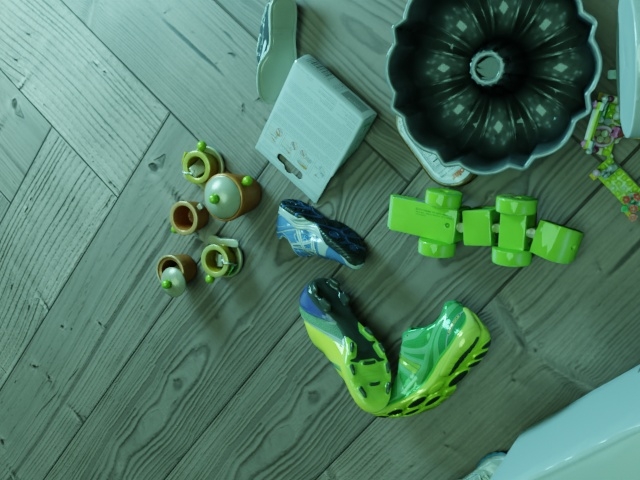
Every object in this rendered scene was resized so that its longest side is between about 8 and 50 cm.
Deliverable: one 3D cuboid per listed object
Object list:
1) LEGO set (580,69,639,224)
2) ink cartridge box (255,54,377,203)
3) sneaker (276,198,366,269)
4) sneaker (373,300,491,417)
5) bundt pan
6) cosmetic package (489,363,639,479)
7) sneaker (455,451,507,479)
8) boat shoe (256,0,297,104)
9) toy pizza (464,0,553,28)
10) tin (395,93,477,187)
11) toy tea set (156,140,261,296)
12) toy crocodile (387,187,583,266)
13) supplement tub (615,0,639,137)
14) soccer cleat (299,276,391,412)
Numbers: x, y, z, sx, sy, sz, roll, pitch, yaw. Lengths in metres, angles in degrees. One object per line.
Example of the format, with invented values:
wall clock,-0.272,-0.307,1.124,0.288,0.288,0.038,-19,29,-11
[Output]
LEGO set,0.464,-0.125,1.168,0.132,0.107,0.287,-5,96,29
ink cartridge box,-0.013,-0.209,1.455,0.181,0.056,0.224,44,135,15
sneaker,0.000,0.000,1.465,0.211,0.080,0.081,35,120,29
sneaker,0.194,0.224,1.396,0.295,0.109,0.123,-51,46,30
bundt pan,0.276,-0.274,1.202,0.331,0.124,0.330,7,106,24
cosmetic package,0.499,0.432,1.124,0.327,0.329,0.393,-40,79,28
sneaker,0.280,0.456,1.388,0.191,0.083,0.071,-44,76,26
boat shoe,-0.086,-0.366,1.460,0.065,0.075,0.206,-128,44,-61
toy pizza,0.304,-0.432,1.241,0.201,0.032,0.201,7,106,26
tin,0.206,-0.178,1.340,0.106,0.040,0.189,-41,79,32
toy tea set,-0.249,-0.023,1.560,0.200,0.124,0.336,25,110,22
toy crocodile,0.270,-0.027,1.304,0.341,0.105,0.115,8,103,32
supplement tub,0.568,-0.245,0.982,0.331,0.241,0.241,-2,98,15
soccer cleat,0.045,0.202,1.436,0.289,0.093,0.121,61,146,29
